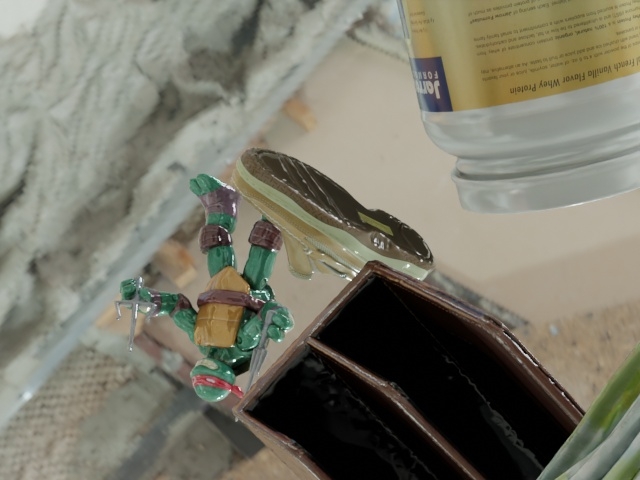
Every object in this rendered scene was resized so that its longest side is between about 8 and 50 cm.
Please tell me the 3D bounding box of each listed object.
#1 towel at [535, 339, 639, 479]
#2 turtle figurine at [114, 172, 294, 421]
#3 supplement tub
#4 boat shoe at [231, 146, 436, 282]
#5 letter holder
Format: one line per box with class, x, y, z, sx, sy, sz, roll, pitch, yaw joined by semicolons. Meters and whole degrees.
towel;0.313;0.149;0.836;0.320;0.374;0.090;-57;-153;23
turtle figurine;-0.089;0.054;1.274;0.175;0.118;0.234;3;-114;20
supplement tub;0.179;-0.198;1.205;0.228;0.316;0.228;-13;-169;2
boat shoe;0.000;0.000;1.056;0.072;0.190;0.068;-44;-144;21
letter holder;0.120;0.183;0.986;0.152;0.302;0.214;-47;-157;-9
